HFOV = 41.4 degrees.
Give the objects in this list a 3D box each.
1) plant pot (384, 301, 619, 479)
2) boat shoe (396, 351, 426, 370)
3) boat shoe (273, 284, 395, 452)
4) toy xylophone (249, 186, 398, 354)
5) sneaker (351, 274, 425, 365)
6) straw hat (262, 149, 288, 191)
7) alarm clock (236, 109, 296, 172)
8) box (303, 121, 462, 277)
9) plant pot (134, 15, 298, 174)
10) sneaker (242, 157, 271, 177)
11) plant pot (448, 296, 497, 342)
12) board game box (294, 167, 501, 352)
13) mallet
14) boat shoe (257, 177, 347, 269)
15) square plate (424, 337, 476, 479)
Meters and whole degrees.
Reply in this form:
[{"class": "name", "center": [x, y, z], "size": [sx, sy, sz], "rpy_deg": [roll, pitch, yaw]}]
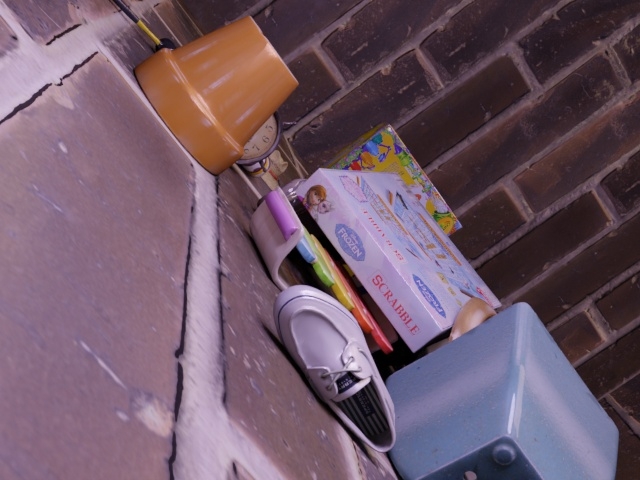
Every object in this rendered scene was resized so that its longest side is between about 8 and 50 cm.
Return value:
[{"class": "plant pot", "center": [0.229, 0.279, 1.109], "size": [0.247, 0.248, 0.252], "rpy_deg": [53, 22, -7]}, {"class": "boat shoe", "center": [0.252, 0.305, 1.756], "size": [0.335, 0.112, 0.095], "rpy_deg": [56, 0, -16]}, {"class": "boat shoe", "center": [0.029, 0.146, 0.950], "size": [0.226, 0.083, 0.075], "rpy_deg": [52, 4, -27]}, {"class": "toy xylophone", "center": [0.012, 0.079, 1.240], "size": [0.322, 0.081, 0.236], "rpy_deg": [47, 9, -50]}, {"class": "sneaker", "center": [0.122, 0.172, 1.552], "size": [0.330, 0.130, 0.147], "rpy_deg": [48, 26, -61]}, {"class": "straw hat", "center": [-0.107, -0.169, 1.894], "size": [0.144, 0.061, 0.144], "rpy_deg": [54, 5, -7]}, {"class": "alarm clock", "center": [-0.150, -0.212, 1.487], "size": [0.192, 0.129, 0.064], "rpy_deg": [29, 13, -21]}, {"class": "box", "center": [0.108, -0.068, 1.895], "size": [0.279, 0.290, 0.177], "rpy_deg": [54, 4, -9]}, {"class": "plant pot", "center": [-0.145, -0.236, 1.292], "size": [0.205, 0.188, 0.205], "rpy_deg": [53, 5, -7]}, {"class": "sneaker", "center": [-0.157, -0.211, 1.674], "size": [0.185, 0.070, 0.084], "rpy_deg": [56, 0, 33]}, {"class": "plant pot", "center": [0.250, 0.208, 1.335], "size": [0.236, 0.032, 0.236], "rpy_deg": [-7, 99, -59]}, {"class": "board game box", "center": [0.140, 0.020, 1.420], "size": [0.318, 0.066, 0.318], "rpy_deg": [54, 24, 16]}, {"class": "mallet", "center": [-0.334, -0.402, 1.562], "size": [0.189, 0.039, 0.062], "rpy_deg": [46, 8, -29]}, {"class": "boat shoe", "center": [0.000, 0.000, 1.536], "size": [0.355, 0.132, 0.130], "rpy_deg": [22, 41, -64]}, {"class": "square plate", "center": [0.272, 0.311, 1.544], "size": [0.347, 0.049, 0.344], "rpy_deg": [-87, 152, -57]}]
